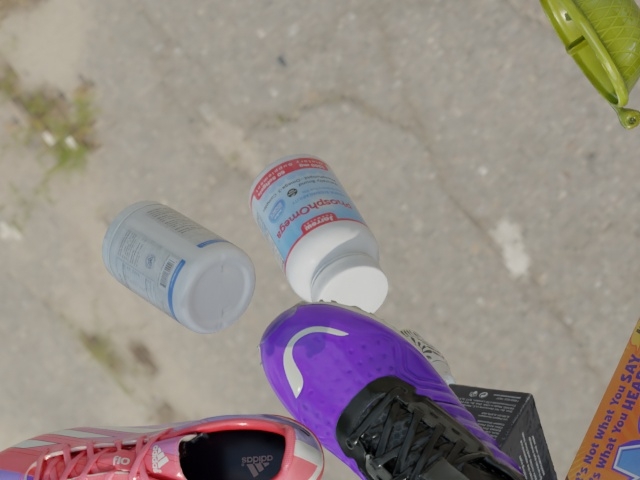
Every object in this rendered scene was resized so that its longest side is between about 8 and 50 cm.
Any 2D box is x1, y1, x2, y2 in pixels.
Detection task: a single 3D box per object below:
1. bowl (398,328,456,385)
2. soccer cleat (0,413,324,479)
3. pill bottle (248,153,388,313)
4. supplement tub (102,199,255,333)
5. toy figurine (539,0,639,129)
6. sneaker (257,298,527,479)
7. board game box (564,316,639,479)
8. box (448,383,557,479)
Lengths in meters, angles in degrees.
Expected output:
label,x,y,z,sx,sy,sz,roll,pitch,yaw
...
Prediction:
label,x,y,z,sx,sy,sz,roll,pitch,yaw
bowl,0.138,0.213,2.314,0.080,0.170,0.170,11,132,35
soccer cleat,-0.121,0.151,1.081,0.248,0.083,0.095,-6,158,4
pill bottle,0.000,0.000,1.485,0.160,0.087,0.087,-121,19,-46
supplement tub,-0.105,0.019,1.231,0.107,0.071,0.071,30,144,45
toy figurine,0.367,-0.117,1.402,0.217,0.191,0.362,-33,83,13
sneaker,0.080,0.156,1.205,0.293,0.102,0.146,43,180,-8
board game box,0.555,0.307,1.976,0.356,0.356,0.356,-7,135,49
box,0.141,0.241,1.529,0.093,0.158,0.156,4,129,33
